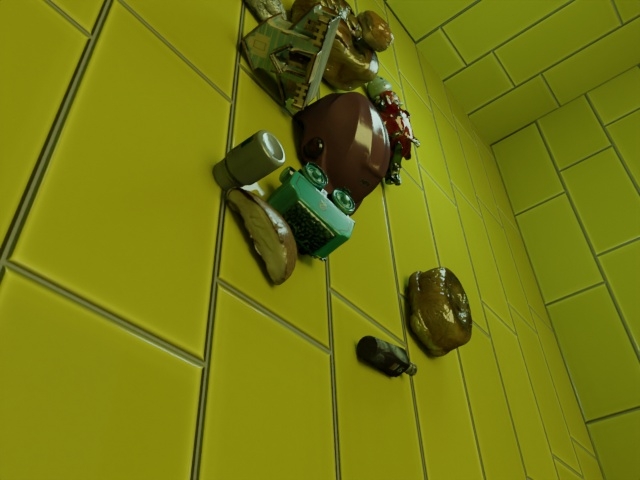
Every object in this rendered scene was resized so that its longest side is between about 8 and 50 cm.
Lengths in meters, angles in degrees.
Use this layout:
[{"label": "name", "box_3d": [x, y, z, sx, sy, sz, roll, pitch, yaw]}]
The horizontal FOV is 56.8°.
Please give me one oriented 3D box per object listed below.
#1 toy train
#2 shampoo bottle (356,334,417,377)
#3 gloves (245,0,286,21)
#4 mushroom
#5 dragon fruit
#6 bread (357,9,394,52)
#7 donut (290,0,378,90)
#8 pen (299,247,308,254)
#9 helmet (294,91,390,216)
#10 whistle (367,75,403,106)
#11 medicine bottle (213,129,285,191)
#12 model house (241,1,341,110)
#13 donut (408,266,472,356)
[{"label": "toy train", "box_3d": [-0.017, -0.066, 1.290, 0.203, 0.112, 0.163, 39, 33, -14]}, {"label": "shampoo bottle", "box_3d": [0.161, 0.271, 1.366, 0.207, 0.057, 0.064, 35, 30, -45]}, {"label": "gloves", "box_3d": [-0.155, -0.674, 1.688, 0.153, 0.070, 0.114, 45, 31, -34]}, {"label": "mushroom", "box_3d": [-0.103, -0.019, 1.161, 0.210, 0.072, 0.094, 62, 18, 1]}, {"label": "dragon fruit", "box_3d": [0.217, -0.326, 1.912, 0.200, 0.198, 0.269, 43, 45, -54]}, {"label": "bread", "box_3d": [0.177, -0.671, 1.884, 0.106, 0.082, 0.125, 36, 35, -47]}, {"label": "donut", "box_3d": [0.055, -0.658, 1.939, 0.360, 0.170, 0.360, 39, 35, -34]}, {"label": "pen", "box_3d": [0.000, 0.000, 1.376, 0.025, 0.025, 0.204, 61, 27, -1]}, {"label": "helmet", "box_3d": [0.083, -0.250, 1.574, 0.271, 0.197, 0.339, 30, 40, -50]}, {"label": "whistle", "box_3d": [0.246, -0.522, 2.225, 0.101, 0.106, 0.253, -22, 84, -22]}, {"label": "medicine bottle", "box_3d": [-0.141, -0.151, 1.152, 0.080, 0.130, 0.080, 42, 33, -36]}, {"label": "model house", "box_3d": [-0.091, -0.488, 1.510, 0.206, 0.271, 0.178, 24, 34, 4]}, {"label": "donut", "box_3d": [0.340, 0.198, 1.673, 0.208, 0.128, 0.262, 46, 32, -29]}]
